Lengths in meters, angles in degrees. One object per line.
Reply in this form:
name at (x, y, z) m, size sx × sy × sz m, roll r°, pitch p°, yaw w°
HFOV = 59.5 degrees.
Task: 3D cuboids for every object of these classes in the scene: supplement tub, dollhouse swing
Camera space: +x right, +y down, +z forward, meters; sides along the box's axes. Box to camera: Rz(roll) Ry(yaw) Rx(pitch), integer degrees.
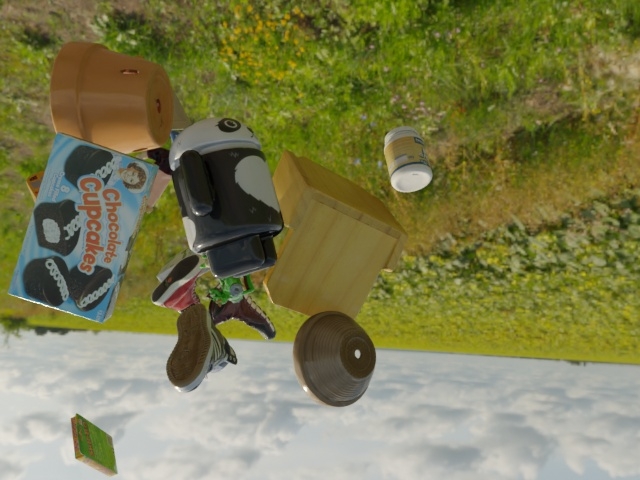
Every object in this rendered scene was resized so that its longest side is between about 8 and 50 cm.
supplement tub at (0.304, -0.287, 1.968) m, size 0.144 × 0.199 × 0.144 m, roll -7°, pitch 151°, yaw -4°
dollhouse swing at (0.000, 0.000, 1.530) m, size 0.347 × 0.305 × 0.315 m, roll 23°, pitch -158°, yaw -30°

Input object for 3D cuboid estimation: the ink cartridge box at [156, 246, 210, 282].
ink cartridge box at (-0.484, 0.085, 2.082) m, size 0.208 × 0.087 × 0.153 m, roll -29°, pitch -161°, yaw 14°

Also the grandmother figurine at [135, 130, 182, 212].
grandmother figurine at (-0.604, -0.275, 2.133) m, size 0.208 × 0.342 × 0.104 m, roll 34°, pitch -170°, yaw -40°

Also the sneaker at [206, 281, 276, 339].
sneaker at (-0.290, 0.268, 1.924) m, size 0.281 × 0.162 × 0.106 m, roll 52°, pitch 152°, yaw -8°

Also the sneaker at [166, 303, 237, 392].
sneaker at (-0.252, 0.267, 1.224) m, size 0.099 × 0.153 × 0.282 m, roll -24°, pitch -155°, yaw 2°

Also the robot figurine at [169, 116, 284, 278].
robot figurine at (-0.161, -0.077, 0.982) m, size 0.174 × 0.278 × 0.209 m, roll -13°, pitch 172°, yaw -23°

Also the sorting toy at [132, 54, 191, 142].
sorting toy at (-0.516, -0.436, 1.818) m, size 0.047 × 0.347 × 0.196 m, roll -27°, pitch 180°, yaw 23°

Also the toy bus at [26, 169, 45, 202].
toy bus at (-0.780, -0.061, 1.699) m, size 0.108 × 0.130 × 0.332 m, roll -30°, pitch 156°, yaw -26°

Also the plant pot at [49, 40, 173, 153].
plant pot at (-0.488, -0.334, 1.367) m, size 0.204 × 0.290 × 0.291 m, roll 2°, pitch 169°, yaw 3°

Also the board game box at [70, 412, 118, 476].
board game box at (-0.671, 0.608, 1.654) m, size 0.039 × 0.124 × 0.259 m, roll -19°, pitch 146°, yaw -10°

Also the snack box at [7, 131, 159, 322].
snack box at (-0.451, -0.023, 1.073) m, size 0.187 × 0.322 × 0.060 m, roll 18°, pitch -176°, yaw -5°

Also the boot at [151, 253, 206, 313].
boot at (-0.456, 0.161, 1.992) m, size 0.244 × 0.088 × 0.176 m, roll -43°, pitch 135°, yaw 13°

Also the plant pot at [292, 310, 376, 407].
plant pot at (0.058, 0.283, 1.362) m, size 0.237 × 0.237 × 0.110 m, roll 12°, pitch 157°, yaw -37°

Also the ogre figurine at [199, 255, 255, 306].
ogre figurine at (-0.210, 0.079, 1.250) m, size 0.097 × 0.118 × 0.197 m, roll -25°, pitch 170°, yaw -32°
